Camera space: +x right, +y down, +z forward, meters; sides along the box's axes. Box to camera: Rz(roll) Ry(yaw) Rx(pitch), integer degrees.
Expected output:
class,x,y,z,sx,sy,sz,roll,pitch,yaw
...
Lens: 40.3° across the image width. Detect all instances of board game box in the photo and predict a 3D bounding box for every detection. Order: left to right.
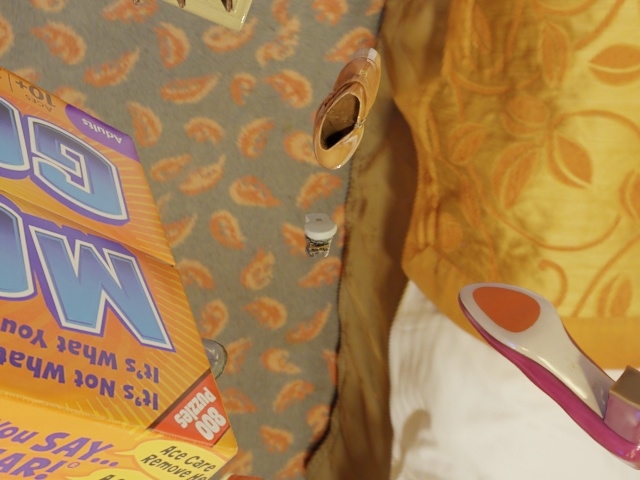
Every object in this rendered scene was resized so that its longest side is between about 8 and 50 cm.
class,x,y,z,sx,sy,sz,roll,pitch,yaw
board game box,-0.344,0.075,0.611,0.356,0.356,0.356,-44,136,18

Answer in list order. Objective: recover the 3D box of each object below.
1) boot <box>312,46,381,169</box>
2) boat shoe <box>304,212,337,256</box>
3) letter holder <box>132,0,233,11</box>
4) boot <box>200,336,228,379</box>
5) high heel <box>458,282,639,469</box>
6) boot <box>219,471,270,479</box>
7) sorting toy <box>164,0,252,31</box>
class,x,y,z,sx,sy,sz,roll,pitch,yaw
boot,0.022,-0.151,1.158,0.073,0.152,0.197,18,125,0
boat shoe,0.000,0.000,1.781,0.065,0.183,0.083,-2,102,-2
letter holder,-0.231,-0.505,1.311,0.152,0.214,0.302,-13,131,-14
boot,-0.268,0.162,1.280,0.246,0.161,0.083,8,76,5
high heel,0.362,0.213,1.372,0.127,0.377,0.181,-32,138,-24
boot,-0.105,0.343,0.996,0.059,0.084,0.158,50,57,-52
sorting toy,-0.243,-0.517,1.497,0.307,0.041,0.229,22,123,-6
